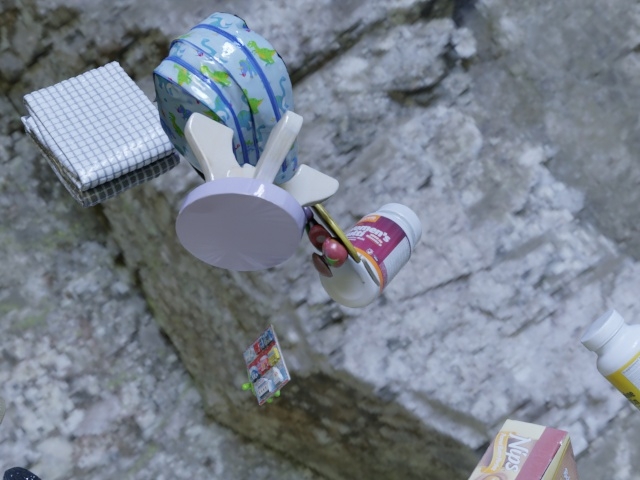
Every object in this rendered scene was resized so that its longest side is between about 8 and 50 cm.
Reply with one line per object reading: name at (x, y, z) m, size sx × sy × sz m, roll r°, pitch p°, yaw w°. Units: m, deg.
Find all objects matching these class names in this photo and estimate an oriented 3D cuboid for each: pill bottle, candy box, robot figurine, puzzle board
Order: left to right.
robot figurine at (-0.128, 0.311, 2.117) m, size 0.067 × 0.115 × 0.101 m, roll 30°, pitch -63°, yaw -37°
puzzle board at (-0.092, 0.205, 1.530) m, size 0.011 × 0.096 × 0.128 m, roll -7°, pitch -24°, yaw -30°
pill bottle at (0.098, 0.022, 1.729) m, size 0.121 × 0.121 × 0.221 m, roll -43°, pitch 1°, yaw 42°
candy box at (0.252, 0.395, 1.114) m, size 0.088 × 0.316 × 0.183 m, roll 3°, pitch 34°, yaw 38°
pill bottle at (0.499, 0.197, 1.456) m, size 0.103 × 0.184 × 0.103 m, roll -46°, pitch -5°, yaw -5°

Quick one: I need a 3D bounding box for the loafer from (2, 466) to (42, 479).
loafer at (-0.553, 0.533, 1.815) m, size 0.076 × 0.223 × 0.078 m, roll -10°, pitch -47°, yaw -50°

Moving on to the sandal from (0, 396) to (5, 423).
sandal at (-0.471, 0.286, 1.157) m, size 0.240 × 0.088 × 0.079 m, roll -71°, pitch -4°, yaw -64°

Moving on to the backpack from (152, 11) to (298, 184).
backpack at (-0.173, -0.248, 1.748) m, size 0.273 × 0.290 × 0.355 m, roll -30°, pitch -28°, yaw -36°

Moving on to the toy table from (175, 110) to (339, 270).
toy table at (-0.101, -0.073, 1.393) m, size 0.274 × 0.252 × 0.160 m, roll -23°, pitch 43°, yaw 51°

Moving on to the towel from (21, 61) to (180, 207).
towel at (-0.458, -0.216, 1.935) m, size 0.235 × 0.283 × 0.121 m, roll -29°, pitch -30°, yaw -25°

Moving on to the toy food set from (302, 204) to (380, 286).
toy food set at (0.000, 0.000, 1.558) m, size 0.071 × 0.218 × 0.128 m, roll -38°, pitch -22°, yaw -2°
